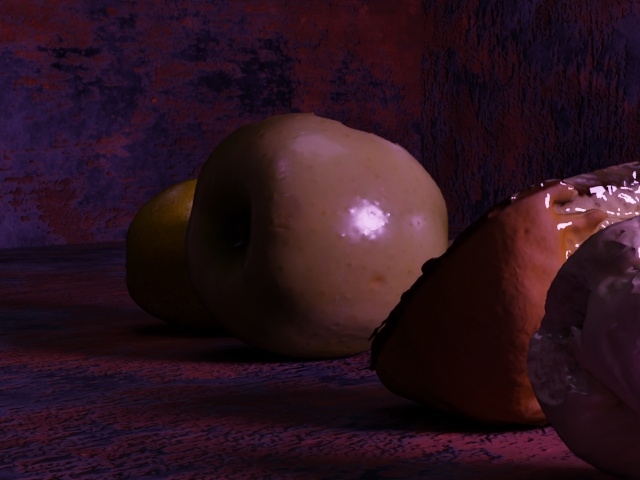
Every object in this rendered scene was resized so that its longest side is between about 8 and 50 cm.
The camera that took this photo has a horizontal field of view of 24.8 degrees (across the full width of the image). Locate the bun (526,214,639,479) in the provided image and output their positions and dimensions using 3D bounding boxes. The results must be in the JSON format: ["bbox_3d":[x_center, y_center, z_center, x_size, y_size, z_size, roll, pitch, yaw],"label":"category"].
[{"bbox_3d":[0.223,0.068,0.897,0.193,0.178,0.128,2,6,10],"label":"bun"}]

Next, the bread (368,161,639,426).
[{"bbox_3d":[0.164,0.065,1.138,0.204,0.162,0.262,-4,-37,-29],"label":"bread"}]

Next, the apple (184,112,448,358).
[{"bbox_3d":[0.000,0.000,1.498,0.279,0.279,0.279,0,3,0],"label":"apple"}]

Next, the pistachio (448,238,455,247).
[{"bbox_3d":[0.197,0.060,1.613,0.206,0.131,0.129,4,47,-12],"label":"pistachio"}]

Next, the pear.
[{"bbox_3d":[-0.136,0.016,1.733,0.198,0.198,0.198,0,3,0],"label":"pear"}]
